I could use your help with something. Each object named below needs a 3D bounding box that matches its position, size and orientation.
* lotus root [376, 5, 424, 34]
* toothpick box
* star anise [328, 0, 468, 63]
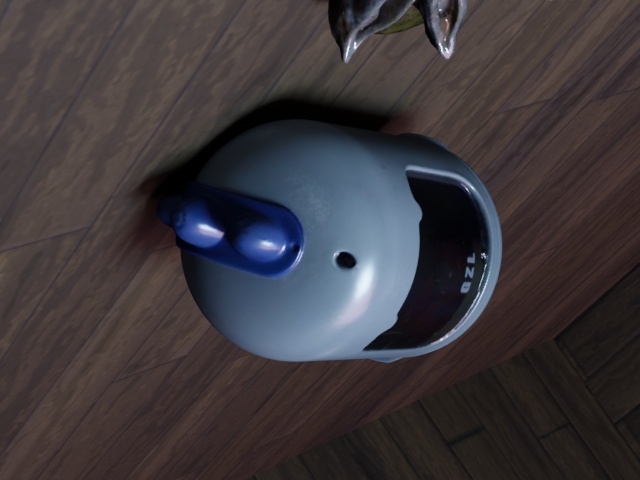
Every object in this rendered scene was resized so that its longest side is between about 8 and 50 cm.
[{"bbox_3d":[0.090,-0.227,1.261,0.179,0.080,0.089,-37,164,17],"label":"lotus root"},{"bbox_3d":[0.000,0.000,1.504,0.263,0.263,0.355,-40,162,20],"label":"toothpick box"},{"bbox_3d":[0.081,-0.246,1.135,0.236,0.109,0.223,-30,137,15],"label":"star anise"}]
